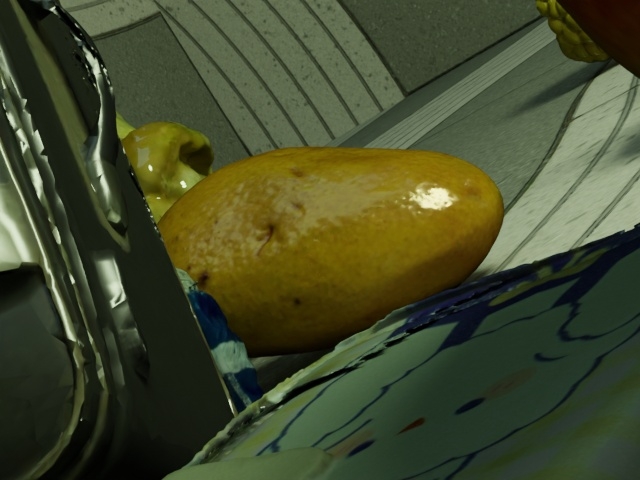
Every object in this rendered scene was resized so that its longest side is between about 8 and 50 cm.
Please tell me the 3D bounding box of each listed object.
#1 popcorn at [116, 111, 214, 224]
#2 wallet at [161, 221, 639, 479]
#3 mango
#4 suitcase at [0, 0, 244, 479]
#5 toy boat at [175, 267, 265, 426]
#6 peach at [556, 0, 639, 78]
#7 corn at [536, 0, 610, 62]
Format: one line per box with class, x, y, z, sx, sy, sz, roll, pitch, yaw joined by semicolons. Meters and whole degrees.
popcorn;-0.152;0.026;1.148;0.259;0.259;0.212;-33;-30;-3
wallet;0.016;0.076;0.426;0.223;0.077;0.309;-24;7;37
mango;0.000;0.000;0.960;0.227;0.109;0.147;-15;21;26
suitcase;-0.214;-0.011;0.686;0.283;0.434;0.194;-31;-27;10
toy boat;-0.123;0.002;0.852;0.070;0.292;0.210;-40;25;-21
peach;0.184;-0.178;0.361;0.370;0.370;0.370;-32;5;3
corn;0.349;-0.276;1.485;0.344;0.131;0.131;-27;7;29
